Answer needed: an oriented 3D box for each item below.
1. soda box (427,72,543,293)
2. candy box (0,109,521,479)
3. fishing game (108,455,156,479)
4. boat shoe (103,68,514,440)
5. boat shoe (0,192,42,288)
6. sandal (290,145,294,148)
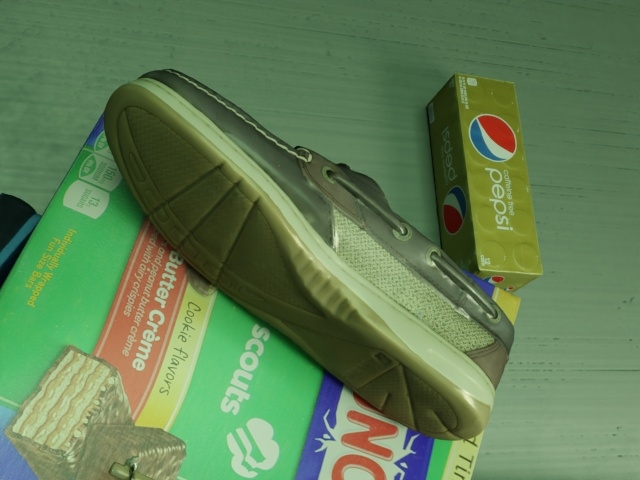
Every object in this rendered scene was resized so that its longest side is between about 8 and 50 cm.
[{"bbox_3d":[0.137,-0.047,0.773,0.061,0.058,0.181,5,67,-19],"label":"soda box"},{"bbox_3d":[-0.057,0.100,0.600,0.317,0.122,0.268,27,61,-10],"label":"candy box"},{"bbox_3d":[-0.097,0.262,0.488,0.189,0.041,0.264,32,97,-7],"label":"fishing game"},{"bbox_3d":[0.000,0.000,0.542,0.285,0.103,0.092,41,54,-5],"label":"boat shoe"},{"bbox_3d":[-0.272,0.059,0.545,0.089,0.109,0.258,35,58,0],"label":"boat shoe"},{"bbox_3d":[-0.002,-0.025,0.715,0.180,0.049,0.072,41,60,-1],"label":"sandal"}]
